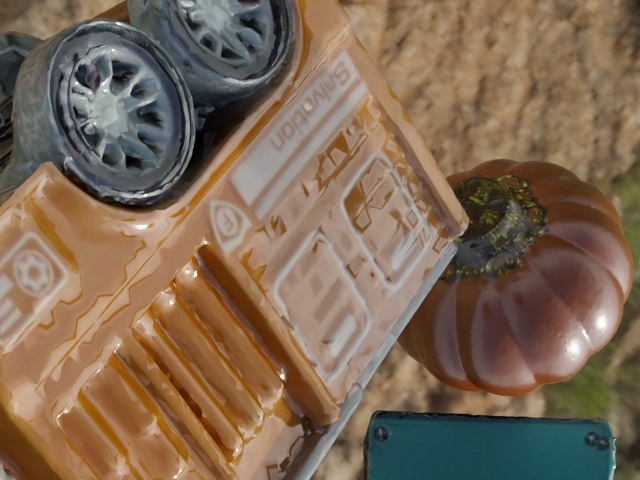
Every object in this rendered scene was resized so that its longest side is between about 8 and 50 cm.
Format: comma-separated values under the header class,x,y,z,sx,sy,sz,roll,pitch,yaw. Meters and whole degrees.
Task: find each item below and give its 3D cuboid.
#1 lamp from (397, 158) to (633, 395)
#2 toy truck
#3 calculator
class,x,y,z,sx,sy,sz,roll,pitch,yaw
lamp,0.162,0.030,1.367,0.223,0.223,0.196,-38,134,-5
toy truck,-0.106,0.055,0.580,0.207,0.173,0.387,53,48,-18
calculator,0.155,0.289,1.469,0.248,0.058,0.274,-2,94,3
